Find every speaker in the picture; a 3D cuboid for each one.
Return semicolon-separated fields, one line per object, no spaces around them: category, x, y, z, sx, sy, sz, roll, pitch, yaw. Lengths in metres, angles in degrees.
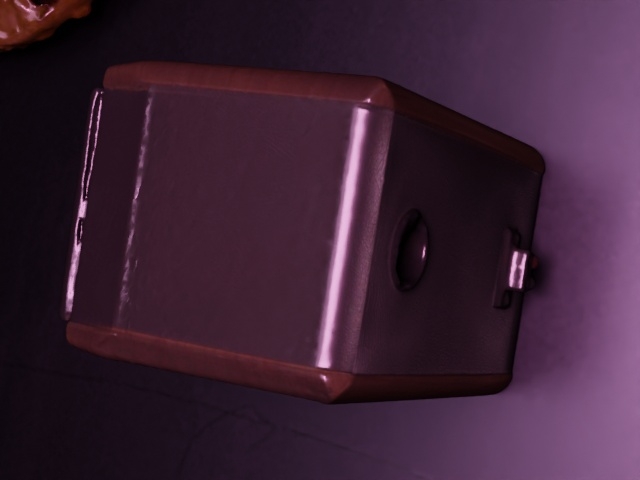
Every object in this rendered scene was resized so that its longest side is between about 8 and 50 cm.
speaker;0.000;0.000;0.723;0.192;0.231;0.153;9;89;28

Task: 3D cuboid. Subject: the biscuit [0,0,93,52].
biscuit;-0.241;-0.268;0.961;0.296;0.075;0.296;0;91;28
